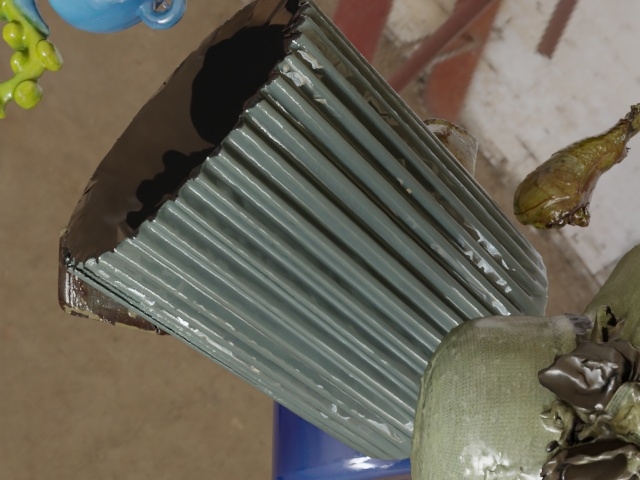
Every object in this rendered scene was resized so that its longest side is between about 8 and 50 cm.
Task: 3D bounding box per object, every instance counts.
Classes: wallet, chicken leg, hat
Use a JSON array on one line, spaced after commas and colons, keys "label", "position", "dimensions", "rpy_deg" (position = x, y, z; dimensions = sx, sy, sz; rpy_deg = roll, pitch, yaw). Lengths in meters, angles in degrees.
[{"label": "wallet", "position": [-0.221, 0.055, 1.468], "dimensions": [0.031, 0.232, 0.122], "rpy_deg": [-32, 127, -64]}, {"label": "chicken leg", "position": [0.276, -0.073, 1.233], "dimensions": [0.070, 0.178, 0.093], "rpy_deg": [38, -9, 49]}, {"label": "hat", "position": [0.123, 0.122, 0.737], "dimensions": [0.130, 0.257, 0.257], "rpy_deg": [7, 44, 0]}]

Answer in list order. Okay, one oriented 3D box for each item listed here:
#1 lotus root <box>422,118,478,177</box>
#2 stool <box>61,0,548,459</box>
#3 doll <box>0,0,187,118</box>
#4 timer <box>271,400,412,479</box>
[{"label": "lotus root", "position": [0.146, -0.095, 2.035], "dimensions": [0.149, 0.260, 0.267], "rpy_deg": [34, -4, -22]}, {"label": "stool", "position": [0.000, 0.000, 1.028], "dimensions": [0.330, 0.297, 0.297], "rpy_deg": [40, 37, -22]}, {"label": "doll", "position": [-0.251, -0.295, 1.173], "dimensions": [0.341, 0.346, 0.099], "rpy_deg": [42, 3, 28]}, {"label": "timer", "position": [0.056, 0.089, 1.367], "dimensions": [0.270, 0.270, 0.383], "rpy_deg": [7, 68, -42]}]
